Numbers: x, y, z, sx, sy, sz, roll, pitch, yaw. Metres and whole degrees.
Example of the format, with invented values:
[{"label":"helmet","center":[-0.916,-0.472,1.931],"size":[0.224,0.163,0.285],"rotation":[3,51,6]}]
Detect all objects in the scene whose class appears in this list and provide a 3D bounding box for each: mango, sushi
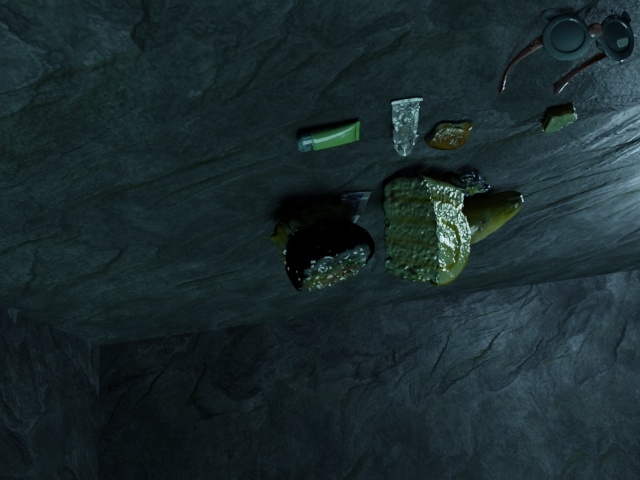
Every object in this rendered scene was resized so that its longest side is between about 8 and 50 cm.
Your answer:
[{"label":"mango","center":[0.629,-0.098,2.005],"size":[0.330,0.175,0.176],"rotation":[-31,-170,4]},{"label":"sushi","center":[0.000,0.000,1.844],"size":[0.329,0.285,0.328],"rotation":[-20,158,-9]}]

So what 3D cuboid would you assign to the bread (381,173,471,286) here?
[{"label":"bread","center":[0.384,-0.062,1.806],"size":[0.264,0.394,0.239],"rotation":[-19,-159,-39]}]

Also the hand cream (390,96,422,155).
[{"label":"hand cream","center":[0.234,-0.307,1.429],"size":[0.084,0.050,0.257],"rotation":[-7,157,3]}]

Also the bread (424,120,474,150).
[{"label":"bread","center":[0.379,-0.303,1.502],"size":[0.129,0.044,0.126],"rotation":[0,157,-12]}]

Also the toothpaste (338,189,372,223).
[{"label":"toothpaste","center":[0.108,-0.102,1.917],"size":[0.099,0.068,0.282],"rotation":[-33,159,-25]}]

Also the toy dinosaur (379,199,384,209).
[{"label":"toy dinosaur","center":[0.284,-0.127,1.927],"size":[0.096,0.059,0.132],"rotation":[-13,153,35]}]

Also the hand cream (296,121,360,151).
[{"label":"hand cream","center":[0.022,-0.284,1.407],"size":[0.175,0.045,0.095],"rotation":[-15,159,-3]}]

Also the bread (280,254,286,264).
[{"label":"bread","center":[-0.031,0.029,2.113],"size":[0.289,0.119,0.152],"rotation":[-15,156,12]}]

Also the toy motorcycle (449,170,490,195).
[{"label":"toy motorcycle","center":[0.515,-0.197,1.815],"size":[0.124,0.061,0.193],"rotation":[-15,160,36]}]

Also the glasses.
[{"label":"glasses","center":[0.563,-0.441,1.218],"size":[0.234,0.117,0.268],"rotation":[-6,179,-13]}]

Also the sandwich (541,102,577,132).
[{"label":"sandwich","center":[0.699,-0.355,1.498],"size":[0.093,0.035,0.105],"rotation":[-10,160,1]}]
